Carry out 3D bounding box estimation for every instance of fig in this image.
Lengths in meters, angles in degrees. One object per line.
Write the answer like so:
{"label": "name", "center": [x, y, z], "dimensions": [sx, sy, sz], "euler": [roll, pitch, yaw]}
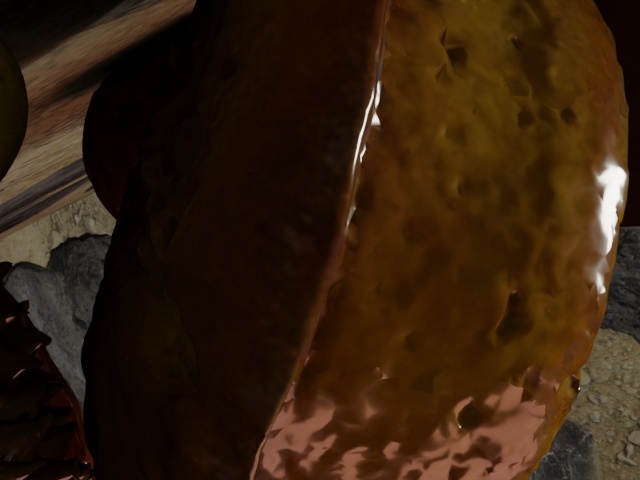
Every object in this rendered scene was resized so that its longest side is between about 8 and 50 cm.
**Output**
{"label": "fig", "center": [-0.061, -0.046, 0.884], "dimensions": [0.175, 0.207, 0.175], "euler": [-30, -165, 9]}

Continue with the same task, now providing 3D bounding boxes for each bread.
{"label": "bread", "center": [0.002, -0.001, 0.542], "dimensions": [0.172, 0.312, 0.312], "euler": [15, 175, -12]}

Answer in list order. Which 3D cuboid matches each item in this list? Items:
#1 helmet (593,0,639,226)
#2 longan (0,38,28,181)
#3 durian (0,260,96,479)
{"label": "helmet", "center": [0.235, -0.192, 0.912], "dimensions": [0.338, 0.230, 0.385], "euler": [-21, -162, 23]}
{"label": "longan", "center": [-0.133, -0.043, 0.401], "dimensions": [0.075, 0.075, 0.083], "euler": [-26, 145, 31]}
{"label": "durian", "center": [-0.253, 0.141, 0.564], "dimensions": [0.348, 0.347, 0.384], "euler": [-29, 158, -3]}
